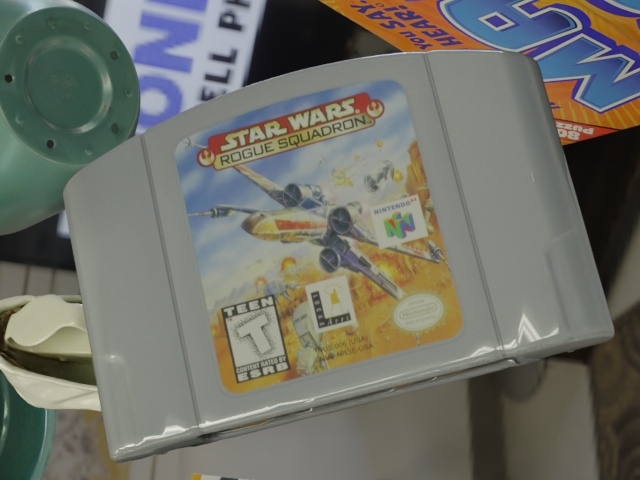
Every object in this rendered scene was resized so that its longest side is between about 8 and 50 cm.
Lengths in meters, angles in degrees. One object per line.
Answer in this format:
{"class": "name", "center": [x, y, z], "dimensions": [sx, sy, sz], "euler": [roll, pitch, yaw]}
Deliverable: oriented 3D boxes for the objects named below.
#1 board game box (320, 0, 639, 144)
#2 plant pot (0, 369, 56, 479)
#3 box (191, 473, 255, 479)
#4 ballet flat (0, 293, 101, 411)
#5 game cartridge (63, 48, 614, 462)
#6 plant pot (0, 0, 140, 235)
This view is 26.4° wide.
{"class": "board game box", "center": [0.218, -0.335, 1.037], "dimensions": [0.356, 0.356, 0.356], "euler": [-14, 56, 53]}
{"class": "plant pot", "center": [-0.559, 0.208, 1.677], "dimensions": [0.334, 0.341, 0.341], "euler": [2, 83, 50]}
{"class": "box", "center": [-0.101, 0.339, 1.699], "dimensions": [0.028, 0.136, 0.081], "euler": [68, -152, -59]}
{"class": "ballet flat", "center": [-0.164, 0.096, 1.254], "dimensions": [0.400, 0.139, 0.139], "euler": [-4, 74, 34]}
{"class": "game cartridge", "center": [0.000, 0.000, 0.794], "dimensions": [0.062, 0.297, 0.198], "euler": [39, -144, -76]}
{"class": "plant pot", "center": [-0.349, -0.160, 1.601], "dimensions": [0.235, 0.293, 0.293], "euler": [-8, 73, 52]}
